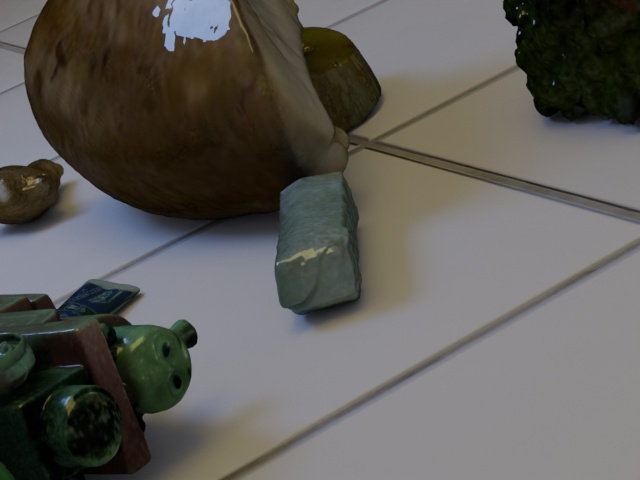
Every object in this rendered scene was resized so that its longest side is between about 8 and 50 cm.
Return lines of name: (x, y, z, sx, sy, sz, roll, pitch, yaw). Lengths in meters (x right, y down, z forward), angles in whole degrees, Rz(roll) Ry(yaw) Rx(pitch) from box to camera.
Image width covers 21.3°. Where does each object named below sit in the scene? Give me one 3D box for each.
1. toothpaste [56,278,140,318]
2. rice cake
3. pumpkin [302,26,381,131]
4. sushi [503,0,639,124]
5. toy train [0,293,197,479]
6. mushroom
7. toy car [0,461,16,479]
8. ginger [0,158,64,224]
toothpaste: (-0.228, 0.082, 1.489, 0.057, 0.035, 0.197, 8, 29, 24)
rice cake: (0.000, 0.000, 1.431, 0.069, 0.063, 0.206, -15, 21, 9)
pumpkin: (-0.042, -0.168, 1.860, 0.217, 0.110, 0.217, -13, 18, 4)
sushi: (0.330, -0.251, 1.593, 0.294, 0.178, 0.352, -5, 28, 43)
toy train: (-0.228, 0.116, 1.249, 0.304, 0.150, 0.221, -5, 19, 41)
mushroom: (-0.141, -0.136, 1.656, 0.313, 0.224, 0.397, -43, 39, 13)
toy car: (-0.314, 0.214, 0.998, 0.213, 0.176, 0.359, -13, 27, 22)
ginger: (-0.339, -0.054, 1.908, 0.096, 0.067, 0.165, -20, 7, 2)
